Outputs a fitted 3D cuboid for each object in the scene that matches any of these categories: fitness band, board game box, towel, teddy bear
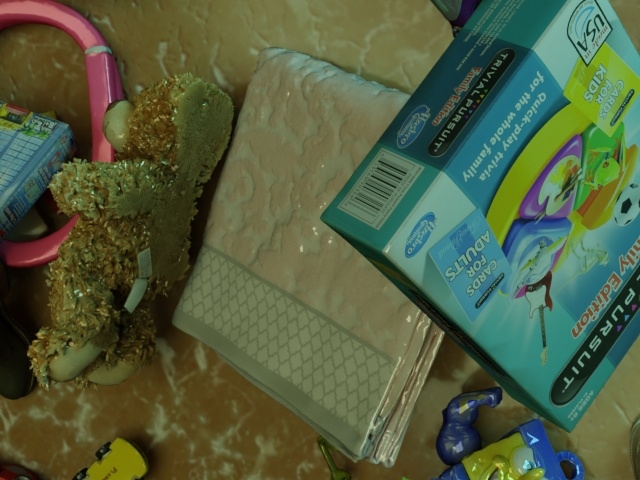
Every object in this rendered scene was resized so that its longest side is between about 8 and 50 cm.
[{"bbox_3d":[-0.313,-0.116,1.218,0.209,0.054,0.290,-5,86,4],"label":"fitness band"},{"bbox_3d":[0.185,-0.022,0.939,0.079,0.336,0.253,31,82,46],"label":"board game box"},{"bbox_3d":[0.000,0.000,1.082,0.332,0.053,0.316,29,104,45],"label":"towel"},{"bbox_3d":[-0.371,-0.052,1.140,0.194,0.060,0.194,19,70,8],"label":"board game box"},{"bbox_3d":[-0.197,-0.008,1.130,0.113,0.245,0.337,19,103,24],"label":"teddy bear"}]

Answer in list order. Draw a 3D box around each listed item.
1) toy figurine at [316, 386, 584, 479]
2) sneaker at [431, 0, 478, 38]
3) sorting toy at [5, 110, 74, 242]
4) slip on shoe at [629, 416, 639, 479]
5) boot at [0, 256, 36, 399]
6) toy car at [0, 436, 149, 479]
[{"bbox_3d":[0.145,0.232,1.124,0.217,0.191,0.362,-14,67,-20],"label":"toy figurine"},{"bbox_3d":[0.198,-0.282,1.083,0.224,0.083,0.098,-29,110,19],"label":"sneaker"},{"bbox_3d":[-0.376,-0.030,1.268,0.275,0.046,0.132,-37,85,2],"label":"sorting toy"},{"bbox_3d":[0.325,0.236,1.100,0.052,0.041,0.135,-5,94,17],"label":"slip on shoe"},{"bbox_3d":[-0.367,0.115,1.213,0.082,0.106,0.219,9,132,18],"label":"boot"},{"bbox_3d":[-0.274,0.335,1.280,0.239,0.053,0.224,-12,92,18],"label":"toy car"}]
